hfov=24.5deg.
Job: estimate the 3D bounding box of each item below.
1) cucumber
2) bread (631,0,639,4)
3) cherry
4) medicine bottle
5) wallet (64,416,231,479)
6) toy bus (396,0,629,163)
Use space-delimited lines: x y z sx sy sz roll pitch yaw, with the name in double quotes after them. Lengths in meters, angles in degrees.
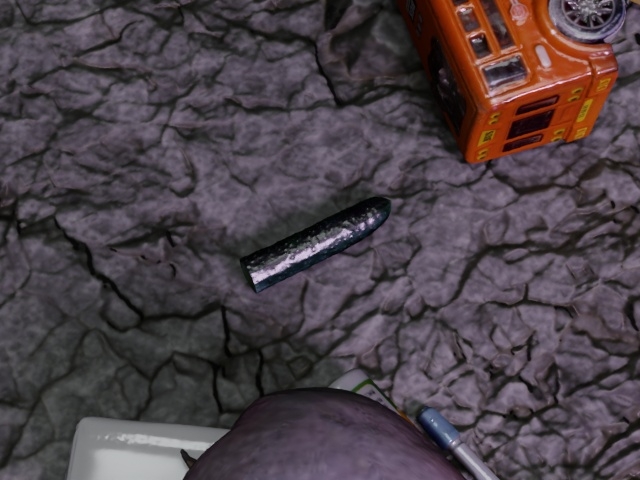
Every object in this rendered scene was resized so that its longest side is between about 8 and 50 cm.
0.000 0.000 1.182 0.133 0.032 0.032 -27 72 -12 "cucumber"
0.306 -0.374 1.221 0.211 0.270 0.315 37 78 27 "bread"
0.000 0.194 0.980 0.266 0.183 0.213 16 25 13 "cherry"
0.091 0.185 1.102 0.092 0.061 0.220 -34 73 -33 "medicine bottle"
-0.098 0.185 1.107 0.190 0.033 0.095 7 71 1 "wallet"
0.126 -0.238 1.219 0.153 0.143 0.329 -18 72 -7 "toy bus"
